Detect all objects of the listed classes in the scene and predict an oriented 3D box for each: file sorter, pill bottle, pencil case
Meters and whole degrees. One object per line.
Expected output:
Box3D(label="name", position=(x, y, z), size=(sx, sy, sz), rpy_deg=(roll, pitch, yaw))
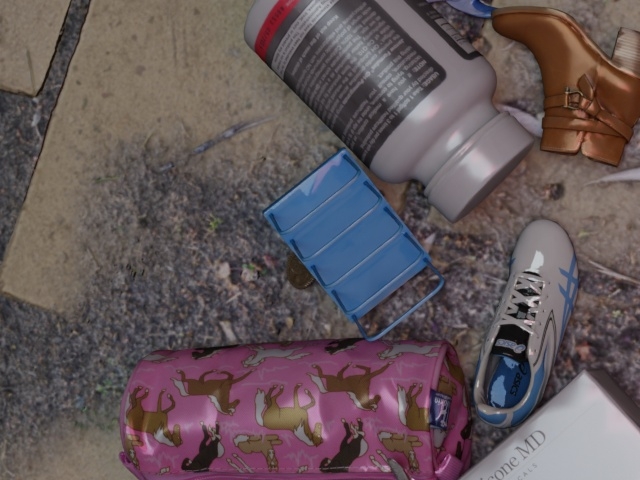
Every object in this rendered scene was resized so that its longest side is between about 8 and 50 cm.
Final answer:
Box3D(label="file sorter", position=(0.040, 0.007, 1.452), size=(0.118, 0.104, 0.170), rpy_deg=(-39, 108, 1))
Box3D(label="pill bottle", position=(0.081, -0.176, 1.459), size=(0.176, 0.176, 0.318), rpy_deg=(-45, 81, 8))
Box3D(label="pencil case", position=(-0.029, 0.196, 1.472), size=(0.386, 0.167, 0.160), rpy_deg=(-3, 105, 17))

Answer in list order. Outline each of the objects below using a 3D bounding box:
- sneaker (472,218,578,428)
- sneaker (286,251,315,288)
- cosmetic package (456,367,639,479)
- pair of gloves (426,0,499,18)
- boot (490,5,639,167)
Box3D(label="sneaker", position=(0.225, 0.091, 1.444), size=(0.085, 0.086, 0.237), rpy_deg=(13, 87, 19))
Box3D(label="sneaker", position=(0.000, 0.000, 1.549), size=(0.042, 0.067, 0.118), rpy_deg=(31, 124, 15))
Box3D(label="cosmetic package", position=(0.330, 0.337, 1.349), size=(0.217, 0.156, 0.385), rpy_deg=(-46, 75, 10))
Box3D(label="pair of gloves", position=(0.169, -0.349, 1.538), size=(0.159, 0.023, 0.198), rpy_deg=(-8, 81, 16))
Box3D(label="boot", position=(0.264, -0.173, 1.467), size=(0.197, 0.073, 0.152), rpy_deg=(18, 94, 20))
